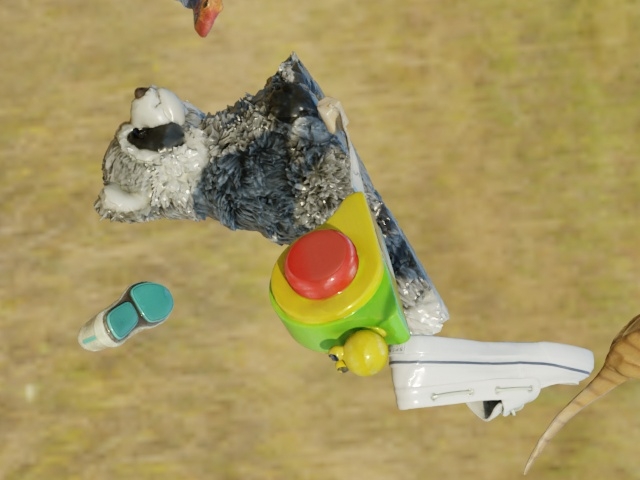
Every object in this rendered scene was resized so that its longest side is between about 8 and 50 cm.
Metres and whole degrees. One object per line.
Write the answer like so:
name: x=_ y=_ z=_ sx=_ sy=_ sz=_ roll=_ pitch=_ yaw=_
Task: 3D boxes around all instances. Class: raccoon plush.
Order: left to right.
raccoon plush: x=-0.076 y=-0.010 z=2.098 sx=0.446 sy=0.299 sz=0.216 roll=60 pitch=6 yaw=0

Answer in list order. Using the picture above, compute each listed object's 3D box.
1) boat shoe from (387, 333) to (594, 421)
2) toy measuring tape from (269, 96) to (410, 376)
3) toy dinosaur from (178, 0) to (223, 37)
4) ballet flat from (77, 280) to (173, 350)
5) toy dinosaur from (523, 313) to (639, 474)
boat shoe: x=0.158 y=0.133 z=1.614 sx=0.083 sy=0.226 sz=0.076 roll=-13 pitch=-106 yaw=62
toy measuring tape: x=0.000 y=0.000 z=1.616 sx=0.121 sy=0.121 sz=0.330 roll=79 pitch=-2 yaw=-49
toy dinosaur: x=-0.048 y=-0.124 z=0.801 sx=0.090 sy=0.047 sz=0.082 roll=17 pitch=46 yaw=-42
ballet flat: x=-0.224 y=0.085 z=1.940 sx=0.057 sy=0.052 sz=0.168 roll=64 pitch=24 yaw=0
toy dinosaur: x=0.202 y=0.070 z=1.079 sx=0.064 sy=0.112 sz=0.211 roll=65 pitch=-27 yaw=19
